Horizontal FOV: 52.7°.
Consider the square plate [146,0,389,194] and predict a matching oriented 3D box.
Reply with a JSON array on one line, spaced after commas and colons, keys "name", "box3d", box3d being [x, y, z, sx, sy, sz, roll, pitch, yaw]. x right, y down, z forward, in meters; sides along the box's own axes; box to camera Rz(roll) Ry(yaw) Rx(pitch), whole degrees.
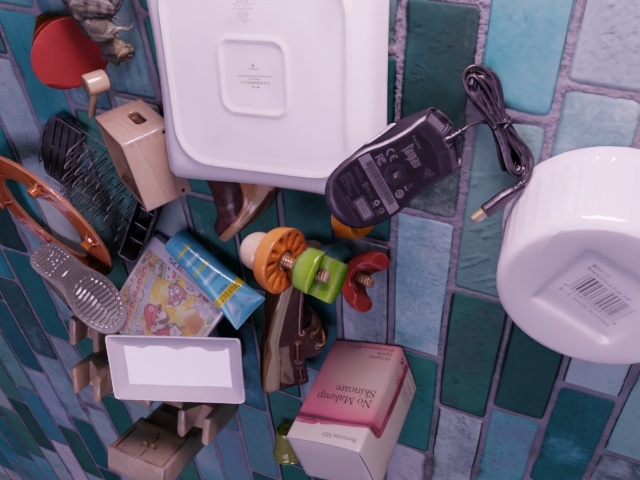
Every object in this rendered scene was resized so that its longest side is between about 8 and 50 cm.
[{"name": "square plate", "box3d": [-0.082, -0.220, 0.851, 0.348, 0.049, 0.343, 9, 120, 20]}]

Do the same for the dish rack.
[{"name": "dish rack", "box3d": [-0.417, -0.101, 1.205, 0.272, 0.074, 0.208, 35, 137, -3]}]

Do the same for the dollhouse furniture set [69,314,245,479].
[{"name": "dollhouse furniture set", "box3d": [-0.357, 0.340, 1.533, 0.362, 0.256, 0.393, 15, 114, 17]}]

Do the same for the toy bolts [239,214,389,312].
[{"name": "toy bolts", "box3d": [0.000, 0.000, 1.018, 0.159, 0.218, 0.228, 21, 171, 32]}]

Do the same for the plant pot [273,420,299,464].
[{"name": "plant pot", "box3d": [-0.078, 0.482, 1.561, 0.083, 0.083, 0.079, 8, 121, 25]}]

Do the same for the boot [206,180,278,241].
[{"name": "boot", "box3d": [-0.165, -0.127, 1.046, 0.207, 0.090, 0.248, 45, 139, 3]}]

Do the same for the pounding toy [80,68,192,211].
[{"name": "pounding toy", "box3d": [-0.302, -0.184, 1.039, 0.181, 0.094, 0.206, 40, 150, 43]}]

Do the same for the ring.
[{"name": "ring", "box3d": [-0.565, -0.039, 1.323, 0.337, 0.032, 0.336, 27, 149, 18]}]

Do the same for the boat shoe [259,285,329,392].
[{"name": "boat shoe", "box3d": [-0.045, 0.168, 1.229, 0.123, 0.123, 0.341, 1, 129, -10]}]

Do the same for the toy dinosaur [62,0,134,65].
[{"name": "toy dinosaur", "box3d": [-0.308, -0.343, 0.880, 0.118, 0.064, 0.268, -32, 145, 4]}]

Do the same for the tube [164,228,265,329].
[{"name": "tube", "box3d": [-0.204, 0.068, 1.221, 0.207, 0.052, 0.080, 43, 100, 5]}]

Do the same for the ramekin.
[{"name": "ramekin", "box3d": [0.360, 0.032, 0.826, 0.277, 0.135, 0.277, 17, 136, 17]}]

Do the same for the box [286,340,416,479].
[{"name": "box", "box3d": [0.064, 0.315, 1.194, 0.149, 0.232, 0.126, 1, 130, 29]}]

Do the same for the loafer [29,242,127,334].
[{"name": "loafer", "box3d": [-0.483, 0.102, 1.320, 0.251, 0.094, 0.087, 41, 158, 17]}]

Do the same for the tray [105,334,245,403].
[{"name": "tray", "box3d": [-0.282, 0.248, 1.273, 0.271, 0.030, 0.145, 0, 108, 7]}]

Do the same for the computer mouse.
[{"name": "computer mouse", "box3d": [0.140, -0.083, 0.828, 0.262, 0.060, 0.184, -37, 111, 1]}]

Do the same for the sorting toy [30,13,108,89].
[{"name": "sorting toy", "box3d": [-0.387, -0.400, 0.909, 0.126, 0.127, 0.365, 46, 143, 31]}]

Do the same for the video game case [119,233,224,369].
[{"name": "video game case", "box3d": [-0.307, 0.137, 1.294, 0.206, 0.026, 0.227, 39, 110, 10]}]
